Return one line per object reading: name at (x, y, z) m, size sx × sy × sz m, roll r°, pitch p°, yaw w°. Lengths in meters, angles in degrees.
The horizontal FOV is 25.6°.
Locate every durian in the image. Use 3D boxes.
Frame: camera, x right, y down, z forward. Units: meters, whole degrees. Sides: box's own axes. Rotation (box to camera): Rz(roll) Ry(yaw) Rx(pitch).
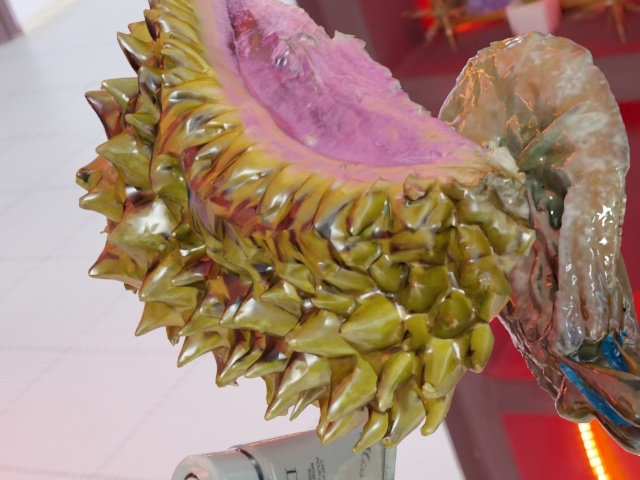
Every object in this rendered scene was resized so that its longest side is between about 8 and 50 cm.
durian at (-0.039, -0.010, 0.650) m, size 0.112 × 0.191 × 0.341 m, roll 9°, pitch 22°, yaw -35°

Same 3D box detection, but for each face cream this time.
face cream at (-0.023, 0.258, 1.504) m, size 0.089 × 0.143 × 0.314 m, roll 1°, pitch -2°, yaw 40°

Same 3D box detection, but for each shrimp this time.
shrimp at (0.211, -0.006, 1.224) m, size 0.221 × 0.110 × 0.445 m, roll -51°, pitch 42°, yaw 35°
